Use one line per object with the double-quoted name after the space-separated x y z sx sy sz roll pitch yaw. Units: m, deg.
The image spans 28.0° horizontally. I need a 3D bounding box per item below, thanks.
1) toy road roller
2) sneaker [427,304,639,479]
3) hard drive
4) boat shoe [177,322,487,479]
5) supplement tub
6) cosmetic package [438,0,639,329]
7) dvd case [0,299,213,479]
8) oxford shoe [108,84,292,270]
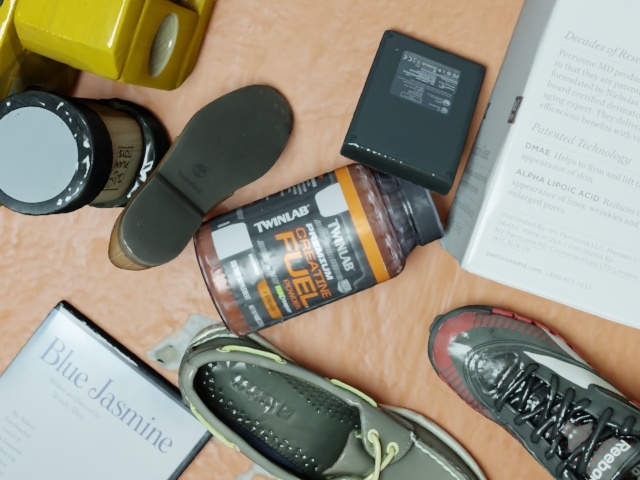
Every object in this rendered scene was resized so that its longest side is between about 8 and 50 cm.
-0.225 -0.181 1.017 0.240 0.202 0.330 23 98 8 "toy road roller"
0.210 0.150 1.078 0.276 0.135 0.098 37 97 -2 "sneaker"
0.079 -0.108 1.064 0.094 0.022 0.135 21 54 -2 "hard drive"
0.012 0.176 1.102 0.305 0.091 0.109 30 96 -3 "boat shoe"
0.000 0.000 1.077 0.197 0.106 0.106 -22 96 3 "supplement tub"
0.232 -0.144 1.007 0.156 0.217 0.385 17 95 -2 "cosmetic package"
-0.236 0.205 1.142 0.180 0.022 0.253 38 95 -3 "dvd case"
-0.105 -0.055 1.066 0.076 0.076 0.212 49 59 -10 "oxford shoe"
